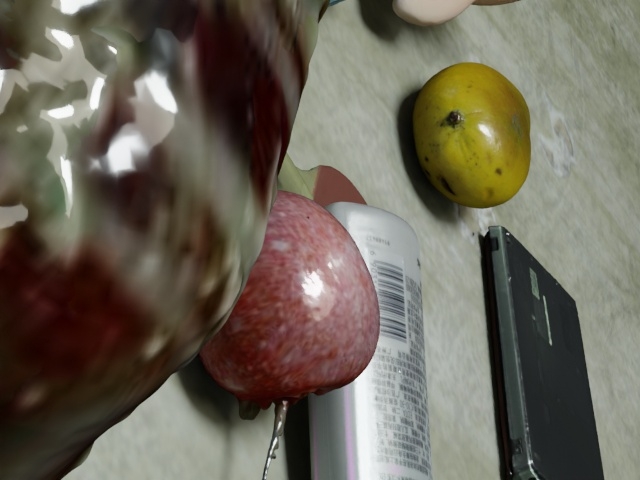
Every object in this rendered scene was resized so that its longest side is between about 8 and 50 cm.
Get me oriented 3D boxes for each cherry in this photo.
[{"bbox_3d":[-0.009,0.077,0.964,0.107,0.090,0.226,7,67,-54],"label":"cherry"}]

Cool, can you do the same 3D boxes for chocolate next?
[{"bbox_3d":[-0.111,-0.070,0.622,0.225,0.210,0.340,34,51,-32],"label":"chocolate"}]

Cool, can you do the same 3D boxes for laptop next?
[{"bbox_3d":[0.168,0.106,1.373,0.154,0.026,0.207,40,38,-45],"label":"laptop"}]

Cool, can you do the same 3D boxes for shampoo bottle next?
[{"bbox_3d":[0.028,0.096,1.044,0.086,0.056,0.227,25,55,-49],"label":"shampoo bottle"}]

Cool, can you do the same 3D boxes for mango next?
[{"bbox_3d":[0.114,-0.079,1.343,0.103,0.076,0.161,62,23,-6],"label":"mango"}]

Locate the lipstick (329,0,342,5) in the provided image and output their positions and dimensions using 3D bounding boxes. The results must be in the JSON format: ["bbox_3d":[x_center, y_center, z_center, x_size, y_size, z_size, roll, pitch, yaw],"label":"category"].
[{"bbox_3d":[-0.028,-0.289,1.226,0.068,0.061,0.274,-30,99,-62],"label":"lipstick"}]

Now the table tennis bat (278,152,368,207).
[{"bbox_3d":[0.000,0.000,1.127,0.246,0.022,0.138,58,29,-29],"label":"table tennis bat"}]

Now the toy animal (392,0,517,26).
[{"bbox_3d":[0.102,-0.298,1.373,0.213,0.195,0.256,-109,178,-84],"label":"toy animal"}]
